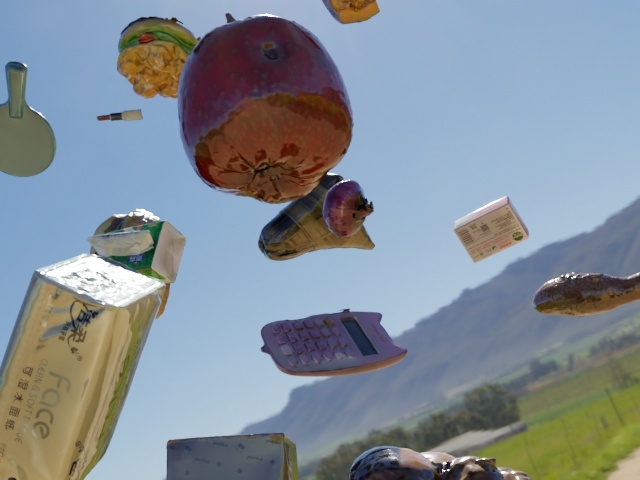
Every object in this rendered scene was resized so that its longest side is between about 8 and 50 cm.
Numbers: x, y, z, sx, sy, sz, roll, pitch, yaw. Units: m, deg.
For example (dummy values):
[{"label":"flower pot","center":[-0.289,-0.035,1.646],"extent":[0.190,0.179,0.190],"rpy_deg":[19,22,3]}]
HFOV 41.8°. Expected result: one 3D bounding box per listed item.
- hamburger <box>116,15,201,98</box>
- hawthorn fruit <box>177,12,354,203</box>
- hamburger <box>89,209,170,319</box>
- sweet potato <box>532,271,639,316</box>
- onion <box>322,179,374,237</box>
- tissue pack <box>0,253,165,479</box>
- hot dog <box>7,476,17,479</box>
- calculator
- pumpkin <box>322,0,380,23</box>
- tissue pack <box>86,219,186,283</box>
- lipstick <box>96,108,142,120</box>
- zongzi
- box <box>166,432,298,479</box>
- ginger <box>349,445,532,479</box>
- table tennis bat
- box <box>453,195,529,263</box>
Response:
[{"label":"hamburger","center":[-0.421,-0.456,2.180],"extent":[0.237,0.149,0.237],"rpy_deg":[1,-24,0]},{"label":"hawthorn fruit","center":[-0.093,-0.207,1.275],"extent":[0.275,0.299,0.275],"rpy_deg":[-18,-6,-2]},{"label":"hamburger","center":[-0.555,0.065,2.392],"extent":[0.162,0.330,0.209],"rpy_deg":[-16,-13,34]},{"label":"sweet potato","center":[0.634,0.112,1.875],"extent":[0.109,0.109,0.385],"rpy_deg":[-7,-6,-45]},{"label":"onion","center":[0.056,-0.061,1.634],"extent":[0.104,0.115,0.115],"rpy_deg":[0,-6,23]},{"label":"tissue pack","center":[-0.474,0.253,1.608],"extent":[0.205,0.405,0.332],"rpy_deg":[19,6,3]},{"label":"hot dog","center":[-0.428,0.375,1.189],"extent":[0.049,0.037,0.122],"rpy_deg":[-2,21,-31]},{"label":"calculator","center":[0.017,0.215,1.720],"extent":[0.294,0.194,0.043],"rpy_deg":[-4,-59,-21]},{"label":"pumpkin","center":[0.051,-0.679,2.142],"extent":[0.131,0.248,0.126],"rpy_deg":[-20,30,-5]},{"label":"tissue pack","center":[-0.483,0.031,2.162],"extent":[0.209,0.148,0.156],"rpy_deg":[-9,-33,28]},{"label":"lipstick","center":[-0.484,-0.299,2.019],"extent":[0.107,0.025,0.025],"rpy_deg":[-7,15,-14]},{"label":"zongzi","center":[0.000,0.000,2.218],"extent":[0.286,0.134,0.288],"rpy_deg":[-42,-52,-11]},{"label":"box","center":[-0.154,0.520,1.558],"extent":[0.225,0.297,0.190],"rpy_deg":[-5,-18,3]},{"label":"ginger","center":[0.177,0.403,1.297],"extent":[0.274,0.152,0.357],"rpy_deg":[-2,-14,33]},{"label":"table tennis bat","center":[-0.573,-0.225,1.582],"extent":[0.149,0.038,0.237],"rpy_deg":[10,-56,-3]},{"label":"box","center":[0.340,-0.021,1.674],"extent":[0.125,0.089,0.043],"rpy_deg":[-26,19,23]}]
